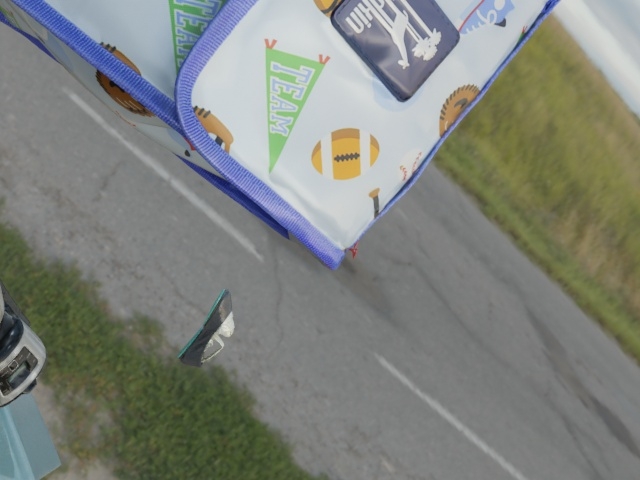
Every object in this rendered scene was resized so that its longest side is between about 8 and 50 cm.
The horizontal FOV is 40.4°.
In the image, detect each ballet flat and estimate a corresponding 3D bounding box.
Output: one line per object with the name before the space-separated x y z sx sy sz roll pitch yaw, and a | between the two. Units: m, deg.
ballet flat | -0.222 0.190 1.810 0.074 0.203 0.074 30 22 -14

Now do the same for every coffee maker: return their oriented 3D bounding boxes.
coffee maker | -0.331 0.045 0.757 0.171 0.120 0.178 50 -23 32

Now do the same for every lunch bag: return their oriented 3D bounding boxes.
lunch bag | -0.039 -0.212 0.666 0.385 0.327 0.239 39 -4 1

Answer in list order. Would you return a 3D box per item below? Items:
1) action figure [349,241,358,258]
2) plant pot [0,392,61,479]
action figure | 0.000 0.000 1.346 0.115 0.038 0.030 15 50 11
plant pot | -0.604 0.306 1.443 0.248 0.247 0.252 131 -58 -80
